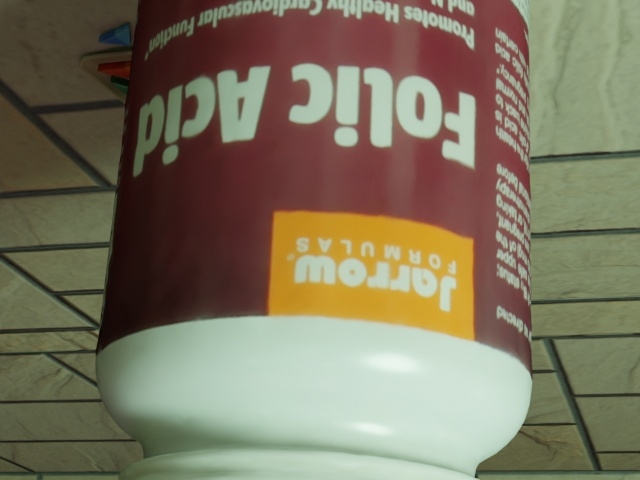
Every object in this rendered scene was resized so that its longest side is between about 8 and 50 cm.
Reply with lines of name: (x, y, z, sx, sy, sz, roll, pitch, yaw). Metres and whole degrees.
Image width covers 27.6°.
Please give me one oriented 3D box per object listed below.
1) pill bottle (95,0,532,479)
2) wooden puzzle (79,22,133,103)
pill bottle: (0.000, 0.000, 0.691, 0.224, 0.392, 0.224, 2, 159, 1)
wooden puzzle: (-0.125, -0.117, 0.933, 0.078, 0.014, 0.116, -10, 155, 30)
